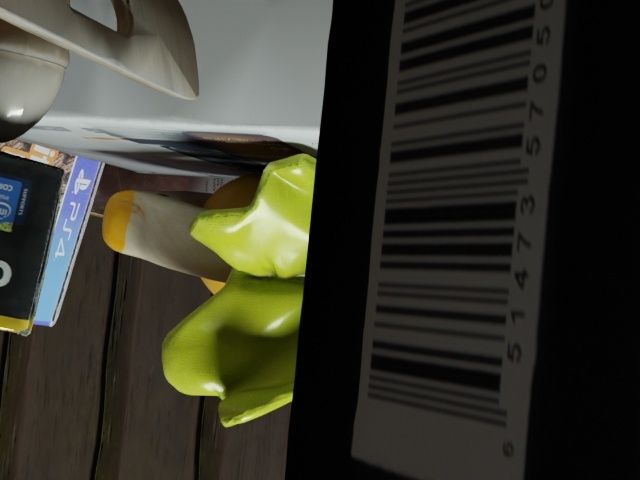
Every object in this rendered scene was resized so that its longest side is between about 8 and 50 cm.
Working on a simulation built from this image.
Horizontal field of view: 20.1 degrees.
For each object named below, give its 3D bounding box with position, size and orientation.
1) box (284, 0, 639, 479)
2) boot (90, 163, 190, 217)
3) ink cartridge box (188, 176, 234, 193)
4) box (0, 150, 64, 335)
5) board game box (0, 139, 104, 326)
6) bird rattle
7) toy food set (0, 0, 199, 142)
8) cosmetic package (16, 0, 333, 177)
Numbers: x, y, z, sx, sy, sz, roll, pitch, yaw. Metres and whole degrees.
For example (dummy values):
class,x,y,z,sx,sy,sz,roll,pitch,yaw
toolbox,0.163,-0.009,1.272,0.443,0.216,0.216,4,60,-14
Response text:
class,x,y,z,sx,sy,sz,roll,pitch,yaw
box,0.209,0.007,0.467,0.395,0.293,0.212,7,177,-19
boot,-0.132,-0.080,1.698,0.248,0.090,0.207,8,164,-18
ink cartridge box,0.047,-0.050,1.346,0.197,0.114,0.273,6,176,-32
box,-0.304,-0.041,0.748,0.322,0.079,0.257,14,177,-35
board game box,-0.321,-0.058,1.123,0.232,0.141,0.291,23,-172,37
bird rattle,0.000,0.000,1.000,0.207,0.143,0.253,17,-162,34
toy food set,-0.223,-0.096,0.712,0.306,0.092,0.220,5,177,16
cosmetic package,0.013,-0.085,0.986,0.377,0.097,0.284,4,179,20
